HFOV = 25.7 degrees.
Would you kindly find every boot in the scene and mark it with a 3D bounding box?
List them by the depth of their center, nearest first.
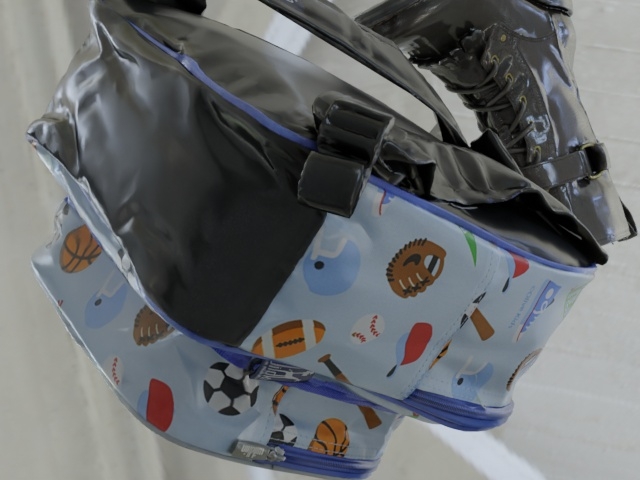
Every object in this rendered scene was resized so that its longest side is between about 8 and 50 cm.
[{"bbox_3d":[0.143,-0.082,1.035,0.091,0.263,0.229,-18,-96,44],"label":"boot"}]

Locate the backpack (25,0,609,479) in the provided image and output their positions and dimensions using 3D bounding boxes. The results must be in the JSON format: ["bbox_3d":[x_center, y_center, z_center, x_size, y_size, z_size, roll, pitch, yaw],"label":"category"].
[{"bbox_3d":[0.000,0.000,0.712,0.213,0.263,0.276,-62,-142,18],"label":"backpack"}]
